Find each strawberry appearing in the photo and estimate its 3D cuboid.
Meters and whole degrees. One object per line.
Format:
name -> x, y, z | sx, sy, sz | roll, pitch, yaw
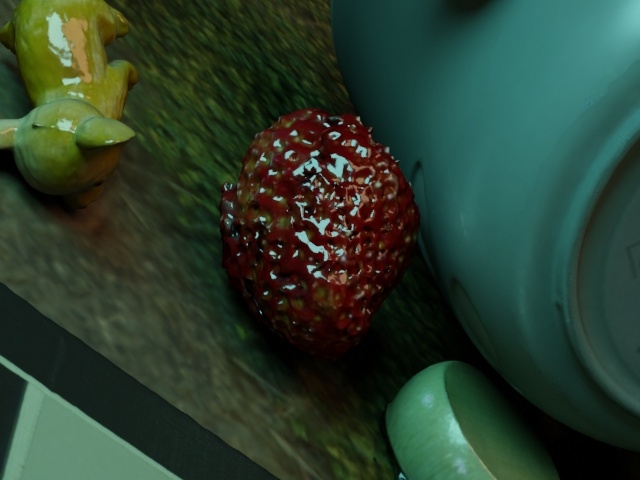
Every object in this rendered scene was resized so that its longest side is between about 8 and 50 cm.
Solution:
strawberry -> 0.000, 0.000, 0.540 | 0.083, 0.083, 0.096 | 33, 33, -33

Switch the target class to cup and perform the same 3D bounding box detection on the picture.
cup -> 0.118, -0.092, 0.600 | 0.356, 0.259, 0.274 | 38, 17, -28

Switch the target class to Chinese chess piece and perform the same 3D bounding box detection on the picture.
Chinese chess piece -> 0.062, 0.089, 0.567 | 0.084, 0.034, 0.084 | 41, 23, -22

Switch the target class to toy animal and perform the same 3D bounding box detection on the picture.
toy animal -> -0.092, -0.055, 0.490 | 0.083, 0.060, 0.081 | -87, 171, -59

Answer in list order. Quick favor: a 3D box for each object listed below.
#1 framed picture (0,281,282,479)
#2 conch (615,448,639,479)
framed picture -> 0.013, 0.175, 0.374 | 0.347, 0.016, 0.265 | 38, 26, -24
conch -> 0.174, 0.138, 0.639 | 0.109, 0.093, 0.330 | 19, 13, -19
